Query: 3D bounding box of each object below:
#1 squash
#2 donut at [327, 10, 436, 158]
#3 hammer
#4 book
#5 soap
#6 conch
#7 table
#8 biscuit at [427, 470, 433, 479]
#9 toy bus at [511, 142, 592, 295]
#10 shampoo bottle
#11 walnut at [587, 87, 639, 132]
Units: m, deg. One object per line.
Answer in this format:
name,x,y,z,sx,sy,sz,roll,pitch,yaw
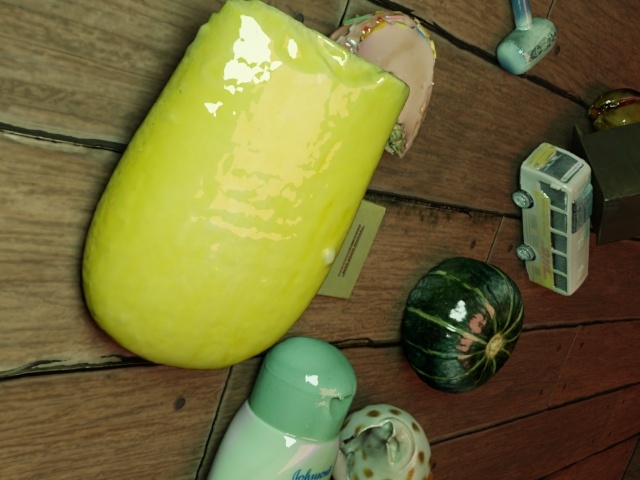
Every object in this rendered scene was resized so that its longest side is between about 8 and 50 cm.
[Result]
squash,0.262,0.157,1.424,0.252,0.165,0.252,-24,128,-35
donut,0.064,-0.210,1.037,0.232,0.085,0.199,-5,115,-48
hammer,0.332,-0.379,1.280,0.116,0.069,0.194,-41,130,-26
book,0.000,0.000,1.135,0.231,0.026,0.161,14,101,-52
soap,-0.091,-0.041,0.893,0.306,0.115,0.427,22,102,-40
conch,0.107,0.390,1.393,0.149,0.182,0.275,-84,177,-59
table,0.611,-0.127,1.547,0.169,0.193,0.172,-14,147,5
biscuit,0.174,0.582,1.669,0.205,0.049,0.324,-52,142,-17
toy bus,0.479,-0.034,1.590,0.097,0.138,0.343,-41,139,-23
shampoo bottle,-0.058,0.310,1.148,0.221,0.151,0.350,12,101,-50
walnut,0.657,-0.262,1.669,0.245,0.137,0.137,-5,115,-58
